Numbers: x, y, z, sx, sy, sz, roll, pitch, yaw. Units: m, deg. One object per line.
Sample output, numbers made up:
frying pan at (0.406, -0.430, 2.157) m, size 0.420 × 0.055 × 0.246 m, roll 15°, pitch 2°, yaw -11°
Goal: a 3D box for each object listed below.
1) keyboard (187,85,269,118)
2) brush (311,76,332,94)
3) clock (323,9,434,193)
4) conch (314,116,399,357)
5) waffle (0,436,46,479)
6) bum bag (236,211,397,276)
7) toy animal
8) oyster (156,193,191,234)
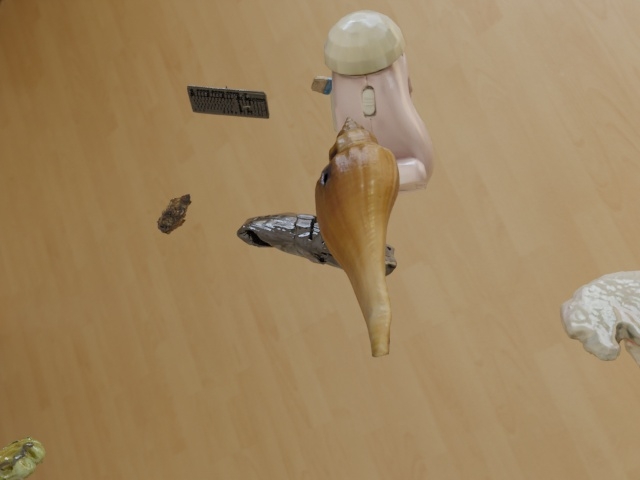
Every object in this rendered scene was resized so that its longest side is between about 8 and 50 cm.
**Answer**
keyboard at (-0.249, -0.374, 1.837) m, size 0.230 × 0.025 × 0.094 m, roll 7°, pitch 134°, yaw 16°
brush at (0.060, -0.368, 1.664) m, size 0.051 × 0.164 × 0.014 m, roll 118°, pitch 160°, yaw -55°
clock at (0.109, -0.249, 1.313) m, size 0.184 × 0.342 × 0.326 m, roll -12°, pitch 88°, yaw 3°
conch at (0.038, -0.021, 0.767) m, size 0.109 × 0.093 × 0.330 m, roll -31°, pitch 41°, yaw 36°
waffle at (-0.402, 0.290, 0.792) m, size 0.036 × 0.169 × 0.183 m, roll 59°, pitch 149°, yaw -7°
bum bag at (0.000, 0.000, 1.334) m, size 0.340 × 0.144 × 0.095 m, roll 15°, pitch 112°, yaw 29°
toy animal at (0.570, 0.179, 1.251) m, size 0.266 × 0.308 × 0.188 m, roll 26°, pitch 133°, yaw 20°
oyster at (-0.365, -0.066, 1.705) m, size 0.029 × 0.086 × 0.132 m, roll 56°, pitch 149°, yaw 30°
